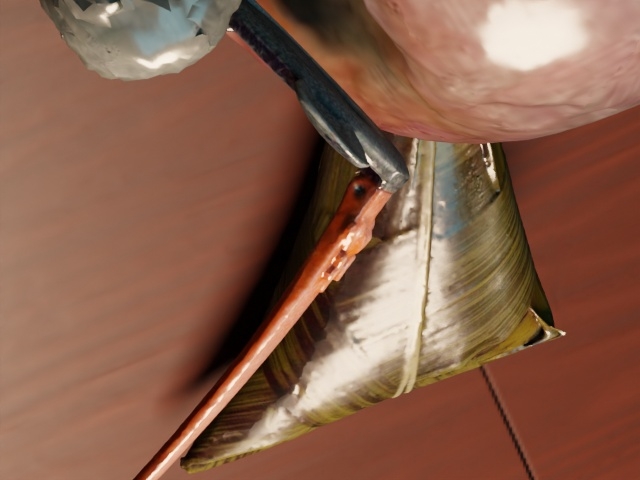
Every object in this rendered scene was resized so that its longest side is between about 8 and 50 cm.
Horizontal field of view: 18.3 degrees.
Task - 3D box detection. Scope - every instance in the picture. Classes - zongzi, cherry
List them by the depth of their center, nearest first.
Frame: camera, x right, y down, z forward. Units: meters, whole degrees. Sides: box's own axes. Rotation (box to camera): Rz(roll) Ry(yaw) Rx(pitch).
[{"bbox_3d":[0.069,-0.152,0.706,0.206,0.239,0.239,40,93,-13],"label":"cherry"},{"bbox_3d":[0.000,0.000,0.863,0.184,0.084,0.187,-23,124,-9],"label":"zongzi"}]

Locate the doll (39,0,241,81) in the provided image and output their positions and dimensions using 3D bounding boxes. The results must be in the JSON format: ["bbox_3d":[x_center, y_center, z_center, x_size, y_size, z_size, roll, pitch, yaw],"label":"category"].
[{"bbox_3d":[-0.007,-0.228,0.535,0.340,0.246,0.158,-46,173,4],"label":"doll"}]

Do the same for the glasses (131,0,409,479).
[{"bbox_3d":[-0.123,-0.003,0.663,0.268,0.234,0.118,-55,169,8],"label":"glasses"}]
